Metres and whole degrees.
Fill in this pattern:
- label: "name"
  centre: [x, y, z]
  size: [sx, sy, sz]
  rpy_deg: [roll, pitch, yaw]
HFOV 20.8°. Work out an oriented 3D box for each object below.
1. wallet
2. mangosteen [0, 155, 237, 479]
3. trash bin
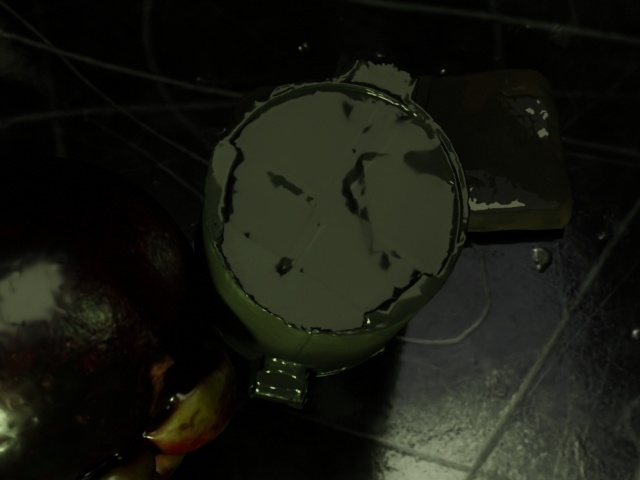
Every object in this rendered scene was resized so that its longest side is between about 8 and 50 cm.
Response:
- label: "wallet"
  centre: [0.072, -0.077, 1.612]
  size: [0.309, 0.042, 0.165]
  rpy_deg: [-4, 69, -5]
- label: "mangosteen"
  centre: [-0.216, 0.102, 1.378]
  size: [0.307, 0.307, 0.347]
  rpy_deg: [-35, 94, -18]
- label: "trash bin"
  centre: [0.000, 0.000, 1.408]
  size: [0.203, 0.301, 0.252]
  rpy_deg: [16, 79, -3]
